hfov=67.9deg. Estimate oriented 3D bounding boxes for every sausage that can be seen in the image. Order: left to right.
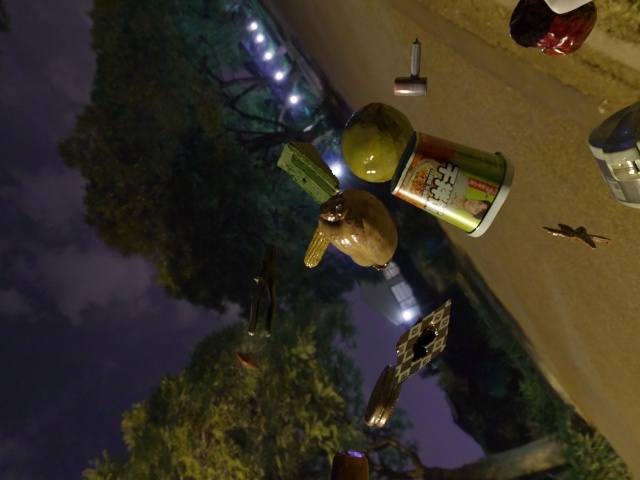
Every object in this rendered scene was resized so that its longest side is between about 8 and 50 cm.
[{"bbox_3d":[0.067,0.733,1.258,0.112,0.112,0.328,43,-130,-62],"label":"sausage"}]

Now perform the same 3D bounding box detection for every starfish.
[{"bbox_3d":[0.968,-0.022,1.809,0.227,0.241,0.043,-52,-27,-69],"label":"starfish"}]

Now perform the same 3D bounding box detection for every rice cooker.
[{"bbox_3d":[0.945,-0.260,1.365,0.277,0.288,0.288,51,-169,-18],"label":"rice cooker"}]

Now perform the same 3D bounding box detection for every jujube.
[{"bbox_3d":[0.741,-0.706,1.520,0.232,0.212,0.213,21,-166,-3],"label":"jujube"}]

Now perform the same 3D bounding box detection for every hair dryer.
[{"bbox_3d":[0.179,-0.341,0.927,0.037,0.063,0.114,-58,-28,-59],"label":"hair dryer"}]

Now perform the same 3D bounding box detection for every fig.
[{"bbox_3d":[0.241,-0.426,2.021,0.343,0.343,0.343,57,-171,-15],"label":"fig"}]

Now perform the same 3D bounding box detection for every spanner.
[{"bbox_3d":[-0.191,0.175,1.681,0.040,0.096,0.324,-5,76,61],"label":"spanner"}]

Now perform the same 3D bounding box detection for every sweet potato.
[{"bbox_3d":[-0.195,0.331,1.302,0.095,0.034,0.034,45,-164,-37],"label":"sweet potato"}]

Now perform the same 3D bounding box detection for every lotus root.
[{"bbox_3d":[0.086,-0.029,1.073,0.257,0.155,0.140,49,-127,-42],"label":"lotus root"}]

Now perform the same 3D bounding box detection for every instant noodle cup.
[{"bbox_3d":[0.403,-0.195,1.520,0.308,0.293,0.294,21,-167,-2],"label":"instant noodle cup"}]

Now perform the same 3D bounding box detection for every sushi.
[{"bbox_3d":[0.239,0.244,1.173,0.040,0.193,0.210,38,146,39],"label":"sushi"}]

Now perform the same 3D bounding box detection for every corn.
[{"bbox_3d":[0.000,0.000,1.674,0.067,0.206,0.067,21,-161,-7],"label":"corn"}]

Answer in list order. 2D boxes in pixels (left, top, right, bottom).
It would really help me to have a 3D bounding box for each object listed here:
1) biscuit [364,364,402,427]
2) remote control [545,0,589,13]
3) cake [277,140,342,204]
[{"bbox_3d":[0.242,0.589,1.805,0.079,0.259,0.259,22,-173,6],"label":"biscuit"},{"bbox_3d":[0.539,-0.524,0.860,0.109,0.313,0.055,65,-178,17],"label":"remote control"},{"bbox_3d":[-0.038,-0.198,1.409,0.099,0.100,0.235,3,-140,-36],"label":"cake"}]
